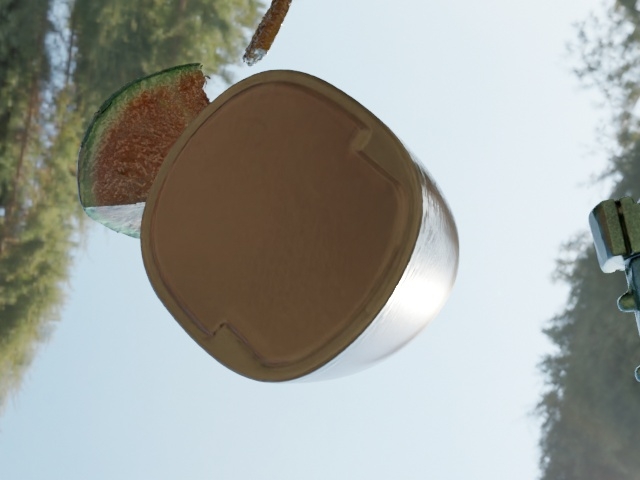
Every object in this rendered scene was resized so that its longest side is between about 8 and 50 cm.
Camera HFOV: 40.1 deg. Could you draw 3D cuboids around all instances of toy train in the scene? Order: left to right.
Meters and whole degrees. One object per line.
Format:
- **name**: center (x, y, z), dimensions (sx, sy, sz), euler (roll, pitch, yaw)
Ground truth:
- **toy train**: center (0.246, 0.044, 0.570), dimensions (0.111, 0.071, 0.170), euler (-10, -105, 7)

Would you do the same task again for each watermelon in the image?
- **watermelon**: center (-0.238, -0.117, 1.099), dimensions (0.146, 0.231, 0.128), euler (9, -179, -38)

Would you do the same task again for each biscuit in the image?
- **biscuit**: center (-0.080, -0.323, 1.325), dimensions (0.025, 0.126, 0.206), euler (27, 180, -13)

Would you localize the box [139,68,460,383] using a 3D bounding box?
- **box**: center (0.000, 0.000, 0.900), dimensions (0.301, 0.301, 0.216), euler (41, -171, 29)
